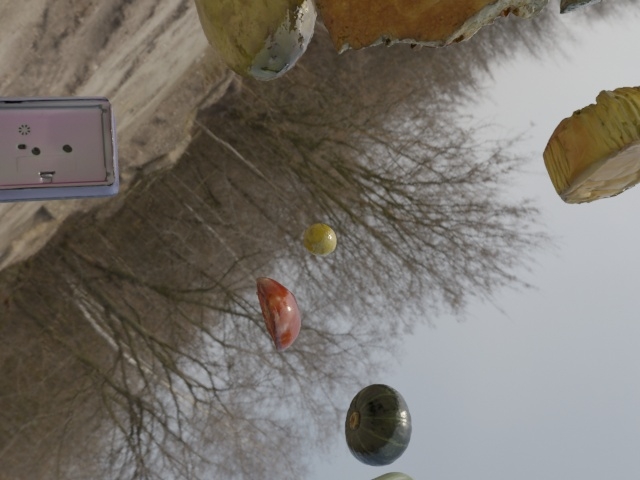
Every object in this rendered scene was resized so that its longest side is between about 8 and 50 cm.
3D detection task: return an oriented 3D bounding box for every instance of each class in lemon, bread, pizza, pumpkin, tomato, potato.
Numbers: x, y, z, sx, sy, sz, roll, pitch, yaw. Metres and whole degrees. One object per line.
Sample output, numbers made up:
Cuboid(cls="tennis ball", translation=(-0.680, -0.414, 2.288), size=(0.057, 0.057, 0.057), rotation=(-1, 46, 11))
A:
Cuboid(cls="lemon", translation=(0.000, 0.000, 1.025), size=(0.062, 0.083, 0.062), rotation=(-14, -124, 22))
Cuboid(cls="bread", translation=(0.507, -0.170, 0.931), size=(0.250, 0.179, 0.133), rotation=(105, -20, -65))
Cuboid(cls="pizza", translation=(0.112, -0.328, 0.707), size=(0.365, 0.074, 0.182), rotation=(16, -91, 30))
Cuboid(cls="pumpkin", translation=(0.121, 0.388, 1.124), size=(0.167, 0.125, 0.167), rotation=(-167, -90, -83))
Cuboid(cls="tomato", translation=(-0.081, 0.140, 1.085), size=(0.069, 0.155, 0.155), rotation=(-17, -172, -15))
Cuboid(cls="potato", translation=(-0.104, -0.385, 0.873), size=(0.229, 0.266, 0.229), rotation=(-23, 166, -6))

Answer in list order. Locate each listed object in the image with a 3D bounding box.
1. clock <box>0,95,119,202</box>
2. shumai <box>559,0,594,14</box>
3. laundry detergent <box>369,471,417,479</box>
Cuboid(cls="clock", translation=(-0.409, -0.138, 0.798), size=(0.073, 0.193, 0.145), rotation=(141, -56, -73))
Cuboid(cls="shumai", translation=(0.414, -0.409, 0.819), size=(0.099, 0.087, 0.124), rotation=(-16, -167, 15))
Cuboid(cls="laundry detergent", translation=(0.055, 0.287, 0.520), size=(0.225, 0.099, 0.070), rotation=(-4, 165, -37))
